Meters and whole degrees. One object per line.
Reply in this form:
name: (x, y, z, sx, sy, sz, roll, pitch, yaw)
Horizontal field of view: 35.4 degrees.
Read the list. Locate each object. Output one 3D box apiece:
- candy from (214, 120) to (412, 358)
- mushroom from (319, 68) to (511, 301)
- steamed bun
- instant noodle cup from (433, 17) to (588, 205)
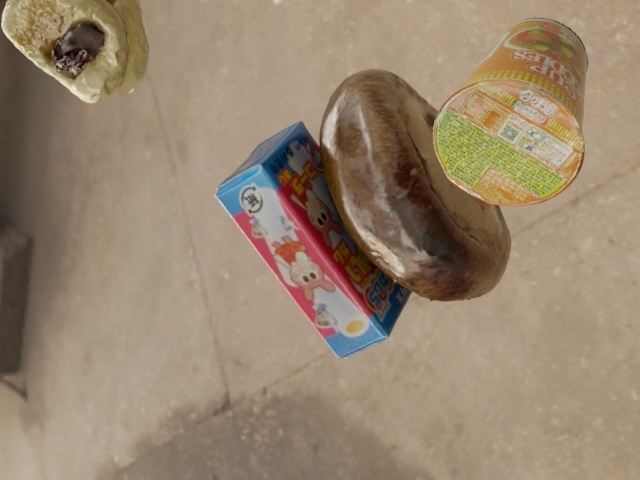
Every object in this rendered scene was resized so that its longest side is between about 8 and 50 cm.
candy: (0.001, -0.001, 1.417, 0.100, 0.157, 0.306, -27, 105, 33)
mushroom: (0.136, -0.069, 1.388, 0.239, 0.345, 0.345, -57, 49, 42)
steamed bun: (-0.287, -0.248, 1.248, 0.140, 0.172, 0.155, -27, 93, 25)
instant noodle cup: (0.228, -0.156, 1.125, 0.168, 0.185, 0.168, 14, 133, 16)
